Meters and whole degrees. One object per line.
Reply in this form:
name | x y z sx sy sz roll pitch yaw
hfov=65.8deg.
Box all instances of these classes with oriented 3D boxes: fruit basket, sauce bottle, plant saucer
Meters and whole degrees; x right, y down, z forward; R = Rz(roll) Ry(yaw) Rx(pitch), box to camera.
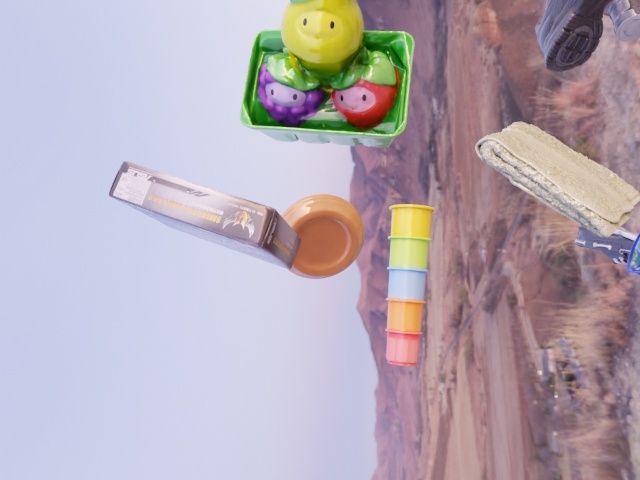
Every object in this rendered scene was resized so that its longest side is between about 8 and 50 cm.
fruit basket | 0.011 -0.370 1.054 0.392 0.391 0.283 59 -142 -75
sauce bottle | 0.677 -0.599 1.144 0.111 0.111 0.345 76 -163 -59
plant saucer | 0.000 0.000 1.052 0.037 0.199 0.200 -113 16 -60

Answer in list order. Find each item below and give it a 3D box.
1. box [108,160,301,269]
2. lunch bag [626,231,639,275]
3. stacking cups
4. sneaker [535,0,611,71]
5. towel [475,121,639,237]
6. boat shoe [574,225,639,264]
box | -0.157 -0.031 0.724 0.183 0.230 0.056 58 -128 -75
lunch bag | 0.610 0.020 0.833 0.151 0.128 0.097 70 -158 -64
stacking cups | 0.181 0.090 1.003 0.096 0.095 0.317 29 -117 -81
sneaker | 0.440 -0.433 0.819 0.286 0.108 0.130 111 156 -50
towel | 0.231 -0.066 0.479 0.110 0.148 0.027 -29 -30 -43
boat shoe | 0.756 0.017 1.236 0.302 0.114 0.091 -103 29 -75
